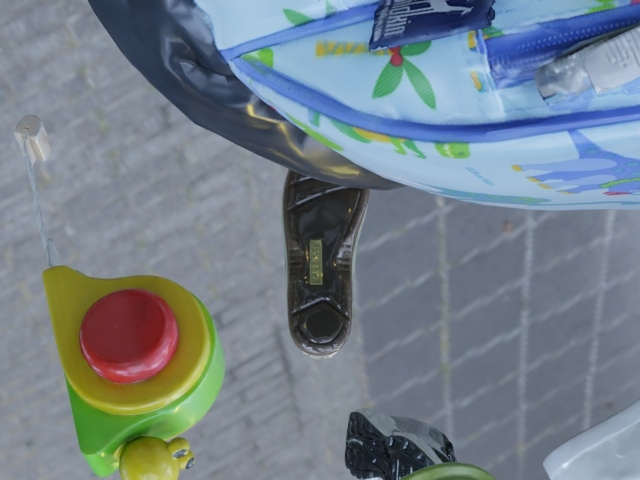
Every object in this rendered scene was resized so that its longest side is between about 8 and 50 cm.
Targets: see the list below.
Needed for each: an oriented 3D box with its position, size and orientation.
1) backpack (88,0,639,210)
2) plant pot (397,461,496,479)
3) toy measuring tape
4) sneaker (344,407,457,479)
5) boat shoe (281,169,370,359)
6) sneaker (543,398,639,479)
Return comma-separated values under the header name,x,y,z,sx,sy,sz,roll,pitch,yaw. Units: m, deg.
name,x,y,z,sx,sy,sz,roll,pitch,yaw
backpack,0.130,-0.118,0.483,0.356,0.273,0.290,-25,164,24
plant pot,0.050,0.119,0.436,0.083,0.079,0.083,-17,121,-32
toy measuring tape,-0.143,0.034,1.108,0.121,0.330,0.121,-13,149,-8
sneaker,0.119,0.258,1.730,0.108,0.271,0.100,1,103,-20
boat shoe,0.000,0.000,1.193,0.068,0.190,0.072,7,169,2
sneaker,0.406,0.232,1.715,0.290,0.123,0.106,-36,151,13
